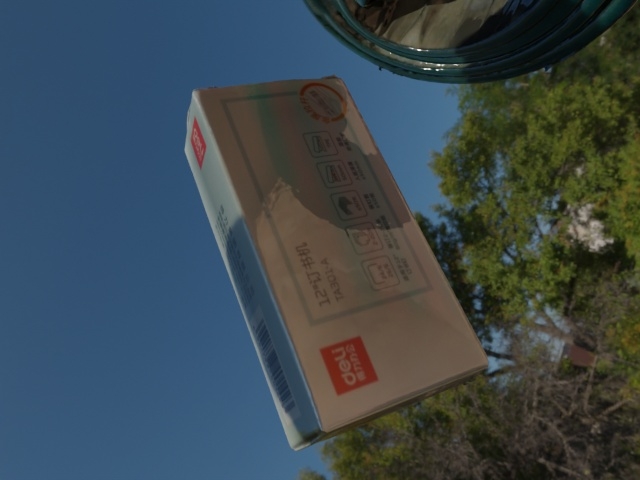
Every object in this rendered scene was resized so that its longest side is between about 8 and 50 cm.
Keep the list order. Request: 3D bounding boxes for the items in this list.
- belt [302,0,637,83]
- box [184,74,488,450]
[{"bbox_3d":[0.133,-0.298,0.474,0.173,0.300,0.436,-64,12,-3],"label":"belt"},{"bbox_3d":[0.000,0.000,0.398,0.135,0.270,0.079,-13,-23,-26],"label":"box"}]
